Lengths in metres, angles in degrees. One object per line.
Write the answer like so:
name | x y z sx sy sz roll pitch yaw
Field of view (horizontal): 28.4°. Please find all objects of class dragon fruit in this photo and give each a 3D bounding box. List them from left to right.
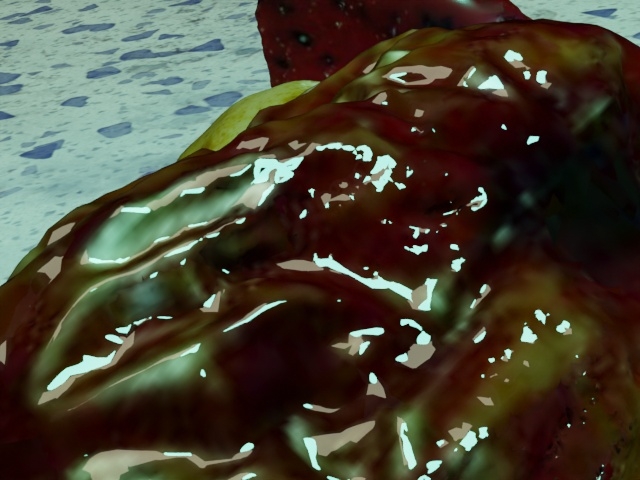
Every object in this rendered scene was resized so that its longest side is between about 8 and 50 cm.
dragon fruit | 0.107 -0.092 1.077 0.330 0.240 0.302 22 5 18

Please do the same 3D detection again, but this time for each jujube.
jujube | 0.026 0.059 0.541 0.377 0.277 0.276 -33 30 -25

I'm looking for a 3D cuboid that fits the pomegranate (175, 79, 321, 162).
pomegranate | -0.002 0.007 0.782 0.207 0.207 0.207 -9 22 4
